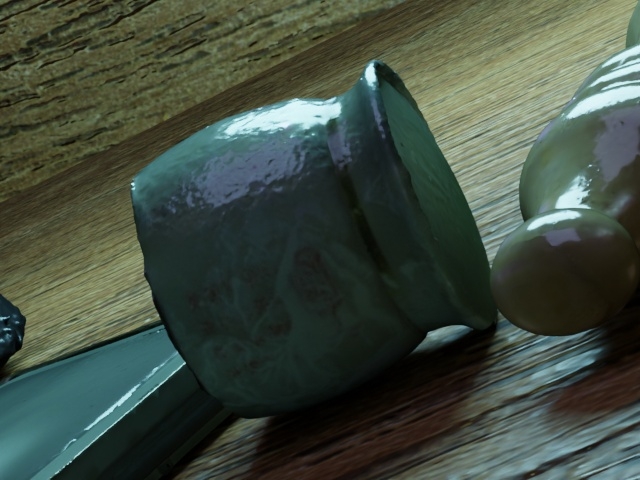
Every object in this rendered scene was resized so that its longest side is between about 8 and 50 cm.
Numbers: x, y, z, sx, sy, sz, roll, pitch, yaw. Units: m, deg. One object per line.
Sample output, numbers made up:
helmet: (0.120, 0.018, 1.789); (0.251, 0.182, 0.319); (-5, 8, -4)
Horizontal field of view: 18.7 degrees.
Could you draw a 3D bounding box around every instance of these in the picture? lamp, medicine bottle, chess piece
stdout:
lamp: (-0.168, 0.122, 1.070); (0.266, 0.047, 0.269); (-18, 14, 40)
medicine bottle: (0.000, 0.000, 0.952); (0.143, 0.147, 0.147); (-24, 11, 12)
chess piece: (0.161, -0.047, 0.915); (0.138, 0.124, 0.307); (15, 37, 28)

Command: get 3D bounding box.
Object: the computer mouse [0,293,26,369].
computer mouse: (-0.324, 0.101, 1.486); (0.217, 0.073, 0.122); (-17, 16, 19)
